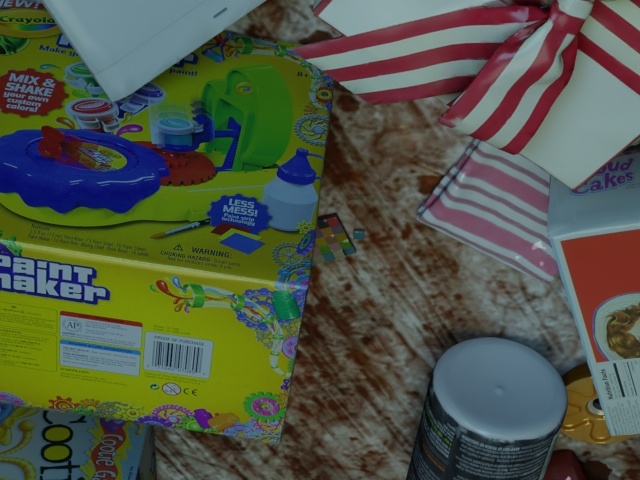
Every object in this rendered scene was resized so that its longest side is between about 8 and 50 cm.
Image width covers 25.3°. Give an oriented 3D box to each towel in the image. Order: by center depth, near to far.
[{"bbox_3d":[0.189,-0.047,1.210,0.144,0.029,0.197,26,130,-16],"label":"towel"}]

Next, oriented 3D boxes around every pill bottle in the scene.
[{"bbox_3d":[0.152,0.220,1.392,0.130,0.130,0.245,8,133,-1],"label":"pill bottle"}]

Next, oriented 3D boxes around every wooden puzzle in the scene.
[{"bbox_3d":[0.000,0.000,1.289,0.083,0.006,0.049,-14,129,18],"label":"wooden puzzle"}]

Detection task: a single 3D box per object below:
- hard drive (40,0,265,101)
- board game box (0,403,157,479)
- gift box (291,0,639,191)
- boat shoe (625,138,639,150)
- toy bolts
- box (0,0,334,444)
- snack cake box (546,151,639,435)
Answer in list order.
[{"bbox_3d":[-0.141,-0.270,0.973,0.203,0.040,0.307,-36,127,-6],"label":"hard drive"},{"bbox_3d":[-0.317,0.256,1.467,0.275,0.144,0.142,5,132,1],"label":"board game box"},{"bbox_3d":[0.133,-0.211,0.912,0.276,0.258,0.255,26,129,-18],"label":"gift box"},{"bbox_3d":[0.325,-0.182,1.022,0.113,0.127,0.340,8,133,-43],"label":"boat shoe"},{"bbox_3d":[0.283,0.256,1.389,0.218,0.158,0.228,34,127,-23],"label":"toy bolts"},{"bbox_3d":[-0.149,-0.022,1.101,0.290,0.279,0.177,8,133,-2],"label":"box"},{"bbox_3d":[0.295,0.048,1.209,0.152,0.089,0.264,-8,133,18],"label":"snack cake box"}]
